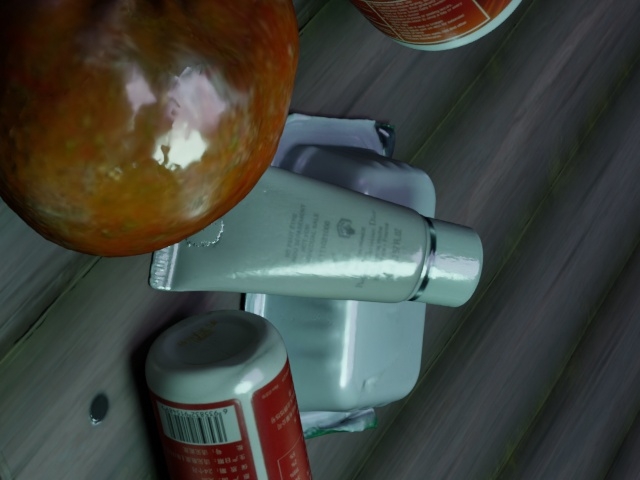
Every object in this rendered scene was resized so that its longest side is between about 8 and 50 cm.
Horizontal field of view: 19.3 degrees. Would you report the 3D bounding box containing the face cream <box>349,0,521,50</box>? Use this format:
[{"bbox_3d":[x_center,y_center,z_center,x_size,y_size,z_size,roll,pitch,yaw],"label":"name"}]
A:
[{"bbox_3d":[0.094,-0.310,1.839,0.187,0.201,0.201,37,65,-55],"label":"face cream"}]

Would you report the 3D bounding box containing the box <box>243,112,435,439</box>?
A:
[{"bbox_3d":[0.034,0.044,1.916,0.264,0.106,0.336,-3,100,-59],"label":"box"}]

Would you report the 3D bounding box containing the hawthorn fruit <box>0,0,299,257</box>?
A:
[{"bbox_3d":[-0.144,-0.123,1.435,0.284,0.284,0.284,-20,113,-56],"label":"hawthorn fruit"}]

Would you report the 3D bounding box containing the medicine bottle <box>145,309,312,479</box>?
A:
[{"bbox_3d":[-0.078,0.196,1.739,0.131,0.131,0.250,-44,133,-46],"label":"medicine bottle"}]

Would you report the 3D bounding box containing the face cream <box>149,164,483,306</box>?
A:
[{"bbox_3d":[0.000,0.000,1.756,0.314,0.089,0.143,11,90,-23],"label":"face cream"}]
